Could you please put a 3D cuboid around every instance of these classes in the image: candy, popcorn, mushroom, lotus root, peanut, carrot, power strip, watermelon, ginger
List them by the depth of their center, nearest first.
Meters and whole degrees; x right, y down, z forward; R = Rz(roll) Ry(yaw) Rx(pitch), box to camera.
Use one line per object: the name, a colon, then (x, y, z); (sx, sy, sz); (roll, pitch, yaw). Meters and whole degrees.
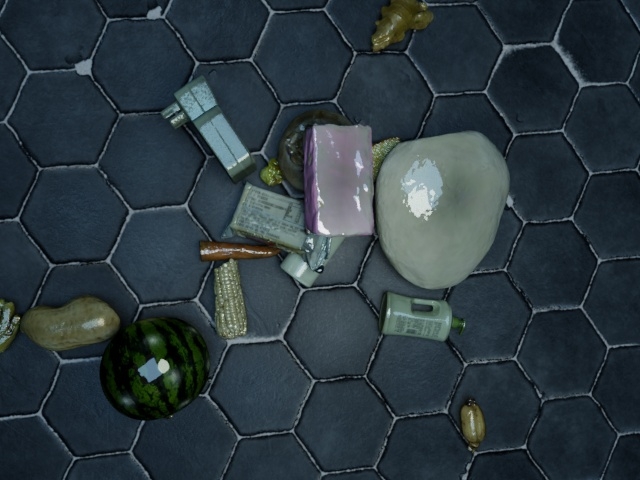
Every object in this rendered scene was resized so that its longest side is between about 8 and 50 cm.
candy: (0.041, -0.141, 1.371); (0.155, 0.115, 0.266); (-2, 92, -15)
watermelon: (-0.407, 0.315, 1.429); (0.268, 0.269, 0.269); (0, 90, -6)
power strip: (-0.279, -0.264, 1.451); (0.141, 0.229, 0.261); (-34, 94, -4)
peanut: (-0.637, 0.211, 1.468); (0.252, 0.137, 0.122); (-10, 136, -6)
mushroom: (-0.008, -0.235, 1.496); (0.226, 0.178, 0.227); (-8, 68, 19)
candy: (0.324, -0.079, 1.519); (0.385, 0.186, 0.428); (3, 101, -17)
carrot: (-0.213, 0.031, 1.552); (0.224, 0.057, 0.057); (2, 89, -11)
popcorn: (-0.128, -0.185, 1.554); (0.068, 0.059, 0.084); (7, 80, -6)
ginger: (0.211, -0.608, 1.582); (0.205, 0.081, 0.115); (-34, 125, -13)
lotus root: (0.424, 0.513, 1.606); (0.072, 0.063, 0.152); (3, 82, -33)

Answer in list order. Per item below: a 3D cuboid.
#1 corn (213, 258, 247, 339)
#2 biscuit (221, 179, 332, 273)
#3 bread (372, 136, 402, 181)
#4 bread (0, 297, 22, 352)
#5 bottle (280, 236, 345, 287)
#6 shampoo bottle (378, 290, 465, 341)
corn: (-0.246, 0.157, 1.530); (0.086, 0.087, 0.211); (-8, 87, -6)
biscuit: (-0.104, -0.044, 1.488); (0.308, 0.079, 0.186); (17, 81, 18)
bread: (0.155, -0.214, 1.585); (0.187, 0.065, 0.103); (-21, 86, -7)
bread: (-0.836, 0.220, 1.472); (0.117, 0.064, 0.156); (31, 88, -6)
bottle: (0.000, 0.000, 1.543); (0.104, 0.104, 0.245); (36, 87, -5)
shampoo bottle: (0.283, 0.213, 1.581); (0.234, 0.087, 0.118); (9, 89, -6)
